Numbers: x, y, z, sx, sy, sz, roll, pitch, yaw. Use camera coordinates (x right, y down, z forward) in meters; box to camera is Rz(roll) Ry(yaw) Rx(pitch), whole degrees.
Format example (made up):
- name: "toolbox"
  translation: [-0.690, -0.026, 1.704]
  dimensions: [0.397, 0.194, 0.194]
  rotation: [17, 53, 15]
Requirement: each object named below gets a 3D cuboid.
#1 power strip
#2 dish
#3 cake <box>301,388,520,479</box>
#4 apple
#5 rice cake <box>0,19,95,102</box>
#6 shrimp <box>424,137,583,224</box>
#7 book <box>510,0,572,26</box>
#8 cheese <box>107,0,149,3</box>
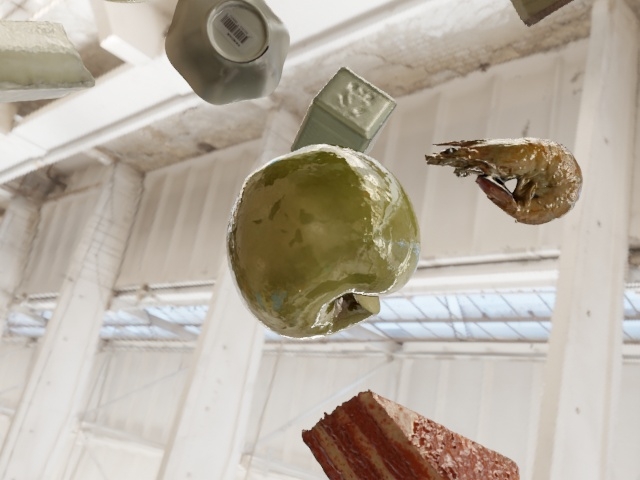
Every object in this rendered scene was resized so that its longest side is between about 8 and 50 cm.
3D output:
- name: "power strip"
  translation: [0.035, -0.210, 1.457]
  dimensions: [0.140, 0.139, 0.224]
  rotation: [-56, 179, -36]
- name: "dish"
  translation: [-0.125, -0.291, 1.031]
  dimensions: [0.191, 0.190, 0.066]
  rotation: [-68, -163, -11]
- name: "cake"
  translation: [0.129, 0.287, 0.924]
  dimensions: [0.262, 0.159, 0.158]
  rotation: [52, -56, 7]
- name: "apple"
  translation: [0.000, 0.000, 1.066]
  dimensions: [0.292, 0.292, 0.254]
  rotation: [-40, -116, 25]
- name: "rice cake"
  translation: [-0.244, -0.111, 0.457]
  dimensions: [0.052, 0.057, 0.256]
  rotation: [-36, 179, 26]
- name: "shrimp"
  translation: [0.314, -0.102, 1.221]
  dimensions: [0.063, 0.287, 0.152]
  rotation: [153, -62, -79]
- name: "book"
  translation: [0.178, -0.282, 0.538]
  dimensions: [0.161, 0.231, 0.026]
  rotation: [-27, -133, 25]
- name: "cheese"
  translation: [-0.335, -0.514, 1.166]
  dimensions: [0.127, 0.233, 0.266]
  rotation: [-27, -105, 55]
